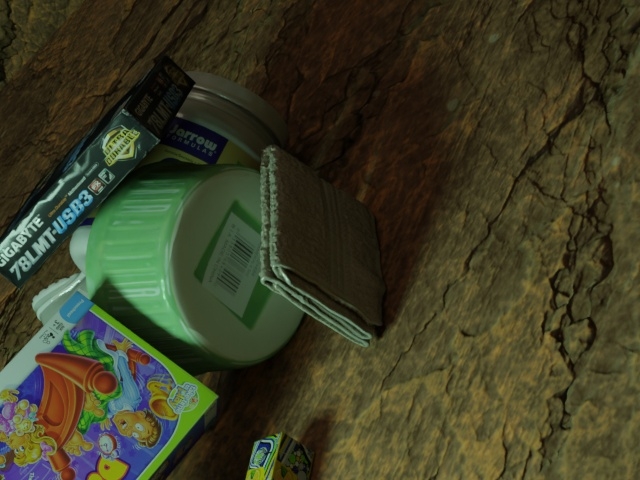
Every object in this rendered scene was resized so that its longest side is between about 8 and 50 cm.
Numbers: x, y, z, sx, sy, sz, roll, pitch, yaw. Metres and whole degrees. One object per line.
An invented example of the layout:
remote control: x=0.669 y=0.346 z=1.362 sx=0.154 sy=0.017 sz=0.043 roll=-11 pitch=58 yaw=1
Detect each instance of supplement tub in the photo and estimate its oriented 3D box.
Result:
supplement tub: x=-0.208 y=-0.066 z=2.090 sx=0.241 sy=0.241 sz=0.331 roll=-4 pitch=55 yaw=54

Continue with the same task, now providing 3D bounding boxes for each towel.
towel: x=0.000 y=0.000 z=1.772 sx=0.049 sy=0.187 sz=0.282 roll=-41 pitch=31 yaw=26

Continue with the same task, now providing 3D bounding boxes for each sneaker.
sneaker: x=-0.355 y=0.089 z=2.313 sx=0.281 sy=0.105 sz=0.115 roll=-34 pitch=67 yaw=22

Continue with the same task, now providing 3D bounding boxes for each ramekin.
ramekin: x=-0.151 y=0.037 z=1.846 sx=0.148 sy=0.303 sz=0.303 roll=-4 pitch=54 yaw=45

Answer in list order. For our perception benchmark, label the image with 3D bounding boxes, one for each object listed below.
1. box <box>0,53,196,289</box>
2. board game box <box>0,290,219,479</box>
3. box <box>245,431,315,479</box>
box: x=-0.311 y=-0.103 z=1.878 sx=0.293 sy=0.073 sz=0.295 roll=-45 pitch=13 yaw=19
board game box: x=-0.321 y=0.263 z=1.673 sx=0.347 sy=0.233 sz=0.078 roll=-50 pitch=-14 yaw=-25
box: x=-0.059 y=0.318 z=1.631 sx=0.054 sy=0.059 sz=0.169 roll=-28 pitch=37 yaw=40
